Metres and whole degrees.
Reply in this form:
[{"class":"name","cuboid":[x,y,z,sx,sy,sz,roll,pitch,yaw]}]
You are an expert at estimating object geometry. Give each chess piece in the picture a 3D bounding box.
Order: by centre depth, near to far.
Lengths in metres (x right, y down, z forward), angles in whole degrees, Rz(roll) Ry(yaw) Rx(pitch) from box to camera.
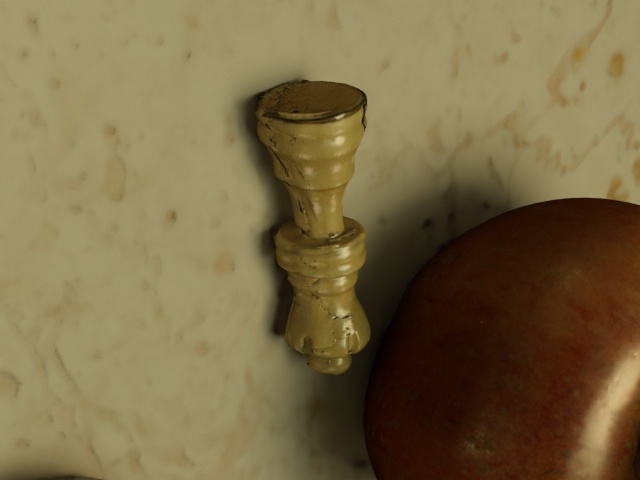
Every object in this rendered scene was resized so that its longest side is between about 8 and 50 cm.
[{"class":"chess piece","cuboid":[0.000,0.000,0.854,0.060,0.060,0.172,-26,125,-37]}]

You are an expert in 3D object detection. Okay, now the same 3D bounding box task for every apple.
[{"class":"apple","cuboid":[0.145,0.091,0.928,0.253,0.253,0.253,-19,119,-40]}]

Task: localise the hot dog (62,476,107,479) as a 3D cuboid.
[{"class":"hot dog","cuboid":[-0.160,0.239,0.769,0.144,0.075,0.268,32,84,-50]}]
